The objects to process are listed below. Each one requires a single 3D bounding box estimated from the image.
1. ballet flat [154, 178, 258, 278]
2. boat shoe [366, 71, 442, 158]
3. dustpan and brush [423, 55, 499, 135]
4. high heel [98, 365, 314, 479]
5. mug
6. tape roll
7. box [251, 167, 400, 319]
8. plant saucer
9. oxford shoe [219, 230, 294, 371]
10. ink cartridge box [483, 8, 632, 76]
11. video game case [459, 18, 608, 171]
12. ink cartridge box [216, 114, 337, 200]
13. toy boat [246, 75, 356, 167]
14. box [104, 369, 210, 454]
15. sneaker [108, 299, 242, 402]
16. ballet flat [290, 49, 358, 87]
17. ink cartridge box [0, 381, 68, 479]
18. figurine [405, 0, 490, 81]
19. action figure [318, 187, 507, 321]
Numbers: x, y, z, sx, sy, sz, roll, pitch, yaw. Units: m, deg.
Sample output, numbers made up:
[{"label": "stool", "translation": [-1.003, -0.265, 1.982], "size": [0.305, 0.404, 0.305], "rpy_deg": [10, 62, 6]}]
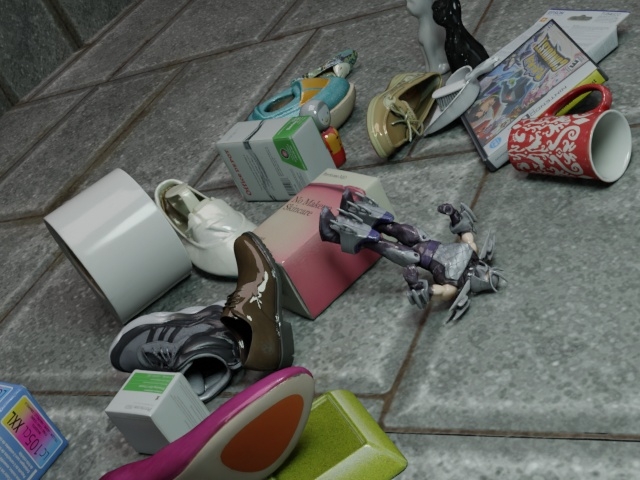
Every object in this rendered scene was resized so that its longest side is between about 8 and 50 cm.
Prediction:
[{"label": "ballet flat", "translation": [-0.228, -0.035, 1.745], "size": [0.139, 0.139, 0.400], "rpy_deg": [-38, 32, -17]}, {"label": "boat shoe", "translation": [0.169, -0.267, 1.807], "size": [0.089, 0.104, 0.285], "rpy_deg": [-11, 33, 31]}, {"label": "dustpan and brush", "translation": [0.275, -0.296, 1.721], "size": [0.211, 0.060, 0.147], "rpy_deg": [-18, 38, 49]}, {"label": "high heel", "translation": [-0.170, 0.264, 1.168], "size": [0.377, 0.127, 0.181], "rpy_deg": [-43, 39, 5]}, {"label": "mug", "translation": [0.406, -0.166, 1.455], "size": [0.169, 0.113, 0.150], "rpy_deg": [6, 55, 51]}, {"label": "tape roll", "translation": [-0.379, 0.009, 1.688], "size": [0.169, 0.246, 0.246], "rpy_deg": [-38, 32, -17]}, {"label": "box", "translation": [0.000, 0.000, 1.510], "size": [0.232, 0.127, 0.148], "rpy_deg": [-42, 32, -23]}, {"label": "plant saucer", "translation": [-0.009, 0.279, 1.169], "size": [0.188, 0.045, 0.188], "rpy_deg": [-33, 31, -8]}, {"label": "oxford shoe", "translation": [-0.109, 0.089, 1.373], "size": [0.096, 0.227, 0.083], "rpy_deg": [-1, -26, -28]}, {"label": "ink cartridge box", "translation": [0.474, -0.386, 1.799], "size": [0.224, 0.045, 0.223], "rpy_deg": [-39, 31, -17]}, {"label": "video game case", "translation": [0.372, -0.273, 1.644], "size": [0.248, 0.035, 0.275], "rpy_deg": [-40, 26, 18]}, {"label": "ink cartridge box", "translation": [-0.088, -0.162, 1.806], "size": [0.208, 0.153, 0.087], "rpy_deg": [2, 40, 39]}, {"label": "toy boat", "translation": [-0.030, -0.268, 1.926], "size": [0.267, 0.148, 0.318], "rpy_deg": [-30, 30, -4]}, {"label": "box", "translation": [-0.241, 0.257, 1.334], "size": [0.101, 0.102, 0.087], "rpy_deg": [-2, 40, 35]}, {"label": "sneaker", "translation": [-0.233, 0.187, 1.433], "size": [0.268, 0.101, 0.153], "rpy_deg": [-16, 29, 15]}, {"label": "ballet flat", "translation": [0.019, -0.397, 2.186], "size": [0.188, 0.070, 0.070], "rpy_deg": [-31, 30, -2]}, {"label": "ink cartridge box", "translation": [-0.625, 0.400, 1.384], "size": [0.270, 0.151, 0.395], "rpy_deg": [0, 41, 39]}, {"label": "figurine", "translation": [0.260, -0.449, 1.908], "size": [0.092, 0.209, 0.215], "rpy_deg": [-31, 30, -7]}, {"label": "action figure", "translation": [0.143, 0.013, 1.338], "size": [0.285, 0.099, 0.185], "rpy_deg": [22, 48, 18]}]
